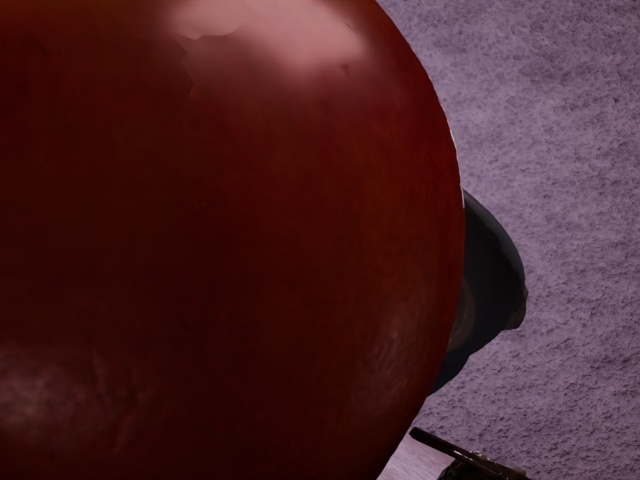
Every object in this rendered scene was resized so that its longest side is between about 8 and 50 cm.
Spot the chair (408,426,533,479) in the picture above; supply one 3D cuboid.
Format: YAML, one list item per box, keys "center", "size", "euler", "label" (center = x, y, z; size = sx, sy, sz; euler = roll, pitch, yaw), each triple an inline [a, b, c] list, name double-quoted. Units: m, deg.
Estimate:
- center: [0.224, 0.372, 1.485]
  size: [0.186, 0.160, 0.319]
  euler: [25, -6, 43]
  label: "chair"

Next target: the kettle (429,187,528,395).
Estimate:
- center: [0.000, 0.000, 0.913]
  size: [0.342, 0.247, 0.319]
  euler: [37, -26, -11]
  label: "kettle"

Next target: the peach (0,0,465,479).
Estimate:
- center: [-0.103, 0.016, 0.629]
  size: [0.388, 0.388, 0.388]
  euler: [33, -1, 1]
  label: "peach"
